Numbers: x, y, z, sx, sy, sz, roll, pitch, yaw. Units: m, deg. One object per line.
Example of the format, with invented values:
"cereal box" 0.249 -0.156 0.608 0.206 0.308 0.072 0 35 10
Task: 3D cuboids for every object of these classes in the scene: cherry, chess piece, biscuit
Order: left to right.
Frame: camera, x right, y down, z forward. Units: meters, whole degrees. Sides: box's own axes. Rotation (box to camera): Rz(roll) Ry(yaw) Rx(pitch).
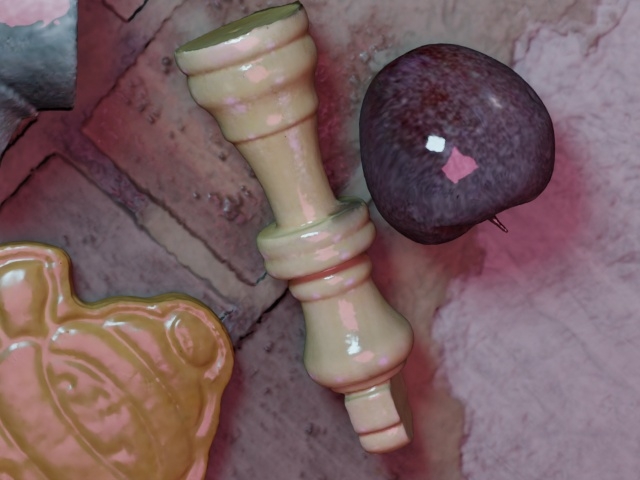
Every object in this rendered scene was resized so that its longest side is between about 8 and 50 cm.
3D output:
"biscuit" -0.246 0.163 1.725 0.312 0.057 0.351 40 92 -13
"chess piece" 0.000 0.000 1.708 0.117 0.117 0.397 -22 103 -4
"cherry" 0.116 -0.085 1.693 0.176 0.140 0.176 1 86 -9

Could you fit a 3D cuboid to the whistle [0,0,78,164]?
"whistle" -0.284 -0.260 1.611 0.168 0.188 0.405 -1 66 -10
